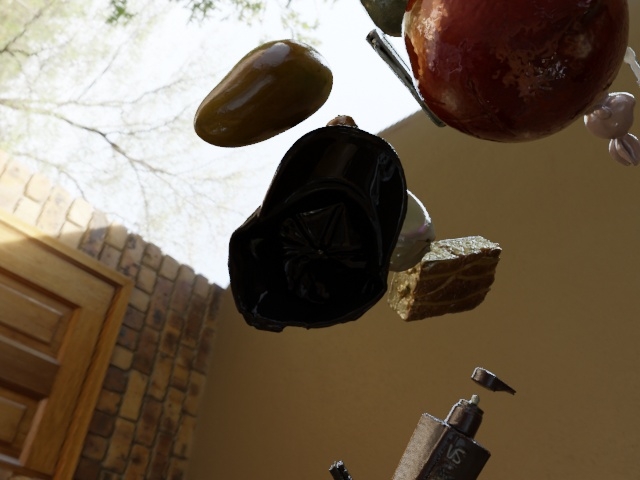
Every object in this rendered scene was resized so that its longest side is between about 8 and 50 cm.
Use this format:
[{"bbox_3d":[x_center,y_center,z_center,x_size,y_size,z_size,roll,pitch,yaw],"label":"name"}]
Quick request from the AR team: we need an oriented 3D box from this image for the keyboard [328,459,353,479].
[{"bbox_3d":[0.109,0.544,1.159,0.027,0.106,0.317,-31,-102,-3],"label":"keyboard"}]

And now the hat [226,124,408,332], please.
[{"bbox_3d":[0.015,-0.026,0.968,0.336,0.238,0.209,-63,177,25],"label":"hat"}]

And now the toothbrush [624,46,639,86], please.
[{"bbox_3d":[0.364,-0.163,0.706,0.014,0.017,0.194,-36,-149,31],"label":"toothbrush"}]

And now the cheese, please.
[{"bbox_3d":[0.071,-0.069,1.109,0.286,0.163,0.082,45,-46,19],"label":"cheese"}]

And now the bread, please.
[{"bbox_3d":[0.317,0.094,1.617,0.114,0.274,0.185,41,-51,44],"label":"bread"}]

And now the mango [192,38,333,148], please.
[{"bbox_3d":[-0.084,-0.220,0.959,0.253,0.139,0.113,-33,-124,-29],"label":"mango"}]

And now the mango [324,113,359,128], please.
[{"bbox_3d":[0.038,-0.200,1.341,0.063,0.077,0.127,-43,148,-75],"label":"mango"}]

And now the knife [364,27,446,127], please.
[{"bbox_3d":[0.185,-0.349,1.380,0.040,0.073,0.266,-41,-99,24],"label":"knife"}]

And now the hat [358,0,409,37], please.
[{"bbox_3d":[0.112,-0.315,0.750,0.257,0.130,0.257,-25,178,-1],"label":"hat"}]

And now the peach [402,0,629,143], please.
[{"bbox_3d":[0.171,-0.175,0.561,0.197,0.197,0.198,-30,-139,30],"label":"peach"}]

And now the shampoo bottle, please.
[{"bbox_3d":[0.120,0.241,0.661,0.236,0.068,0.067,-59,-155,-10],"label":"shampoo bottle"}]

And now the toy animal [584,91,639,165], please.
[{"bbox_3d":[0.595,-0.254,1.312,0.124,0.212,0.124,-47,-172,8],"label":"toy animal"}]
